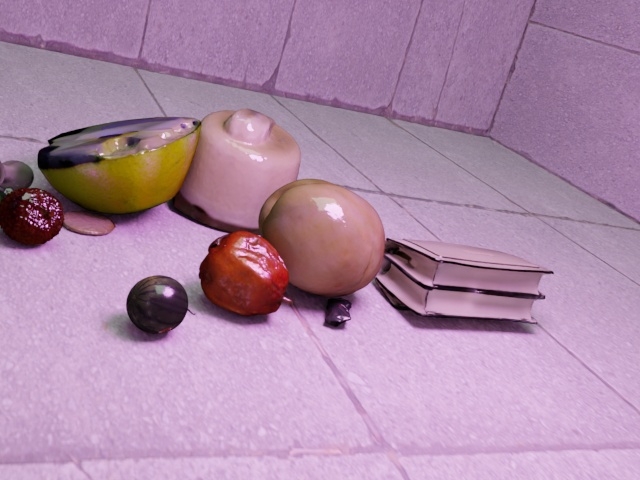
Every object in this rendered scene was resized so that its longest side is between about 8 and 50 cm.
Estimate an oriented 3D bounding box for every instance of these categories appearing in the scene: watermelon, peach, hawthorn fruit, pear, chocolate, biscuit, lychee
[{"bbox_3d":[-0.277,0.115,1.317,0.133,0.105,0.105,17,16,-40],"label":"watermelon"},{"bbox_3d":[0.000,0.000,1.618,0.247,0.292,0.292,-43,49,-17],"label":"peach"},{"bbox_3d":[-0.149,0.065,1.468,0.173,0.173,0.179,2,24,-34],"label":"hawthorn fruit"},{"bbox_3d":[-0.463,-0.171,1.767,0.399,0.165,0.399,-6,20,2],"label":"pear"},{"bbox_3d":[-0.201,-0.202,1.937,0.314,0.297,0.326,15,19,-19],"label":"chocolate"},{"bbox_3d":[-0.519,-0.040,1.658,0.120,0.015,0.120,14,21,-6],"label":"biscuit"},{"bbox_3d":[-0.586,-0.051,1.494,0.129,0.123,0.123,19,19,33],"label":"lychee"}]

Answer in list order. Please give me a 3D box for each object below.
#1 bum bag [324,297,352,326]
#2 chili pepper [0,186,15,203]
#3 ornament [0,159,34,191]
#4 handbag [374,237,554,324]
[{"bbox_3d":[0.038,0.148,1.567,0.058,0.034,0.124,2,20,1],"label":"bum bag"},{"bbox_3d":[-0.674,-0.087,1.548,0.073,0.050,0.182,46,-3,4],"label":"chili pepper"},{"bbox_3d":[-0.708,-0.148,1.675,0.081,0.074,0.156,-21,-1,3],"label":"ornament"},{"bbox_3d":[0.334,0.092,1.771,0.359,0.160,0.237,7,17,-27],"label":"handbag"}]
